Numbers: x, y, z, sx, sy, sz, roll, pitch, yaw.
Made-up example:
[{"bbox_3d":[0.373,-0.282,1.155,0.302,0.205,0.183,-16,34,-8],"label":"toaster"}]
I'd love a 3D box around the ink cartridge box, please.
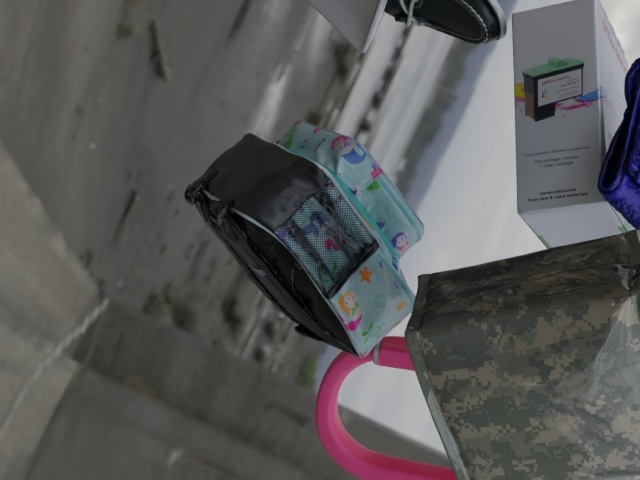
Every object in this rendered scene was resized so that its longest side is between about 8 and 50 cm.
[{"bbox_3d":[0.328,-0.141,1.707,0.201,0.117,0.278,37,51,-61],"label":"ink cartridge box"}]

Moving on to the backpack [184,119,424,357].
[{"bbox_3d":[0.000,0.000,1.468,0.191,0.253,0.225,-38,-155,-12],"label":"backpack"}]

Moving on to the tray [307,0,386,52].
[{"bbox_3d":[0.063,-0.353,1.437,0.145,0.030,0.270,52,-47,44],"label":"tray"}]

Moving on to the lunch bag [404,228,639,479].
[{"bbox_3d":[0.240,0.161,1.318,0.169,0.235,0.287,-65,139,-65],"label":"lunch bag"}]

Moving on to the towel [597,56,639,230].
[{"bbox_3d":[0.462,-0.054,1.582,0.076,0.308,0.227,-20,-142,45],"label":"towel"}]

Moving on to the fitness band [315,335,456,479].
[{"bbox_3d":[0.136,0.235,1.738,0.054,0.291,0.209,-59,158,-67],"label":"fitness band"}]

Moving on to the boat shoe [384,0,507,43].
[{"bbox_3d":[0.114,-0.332,1.770,0.091,0.302,0.114,-39,143,-21],"label":"boat shoe"}]
